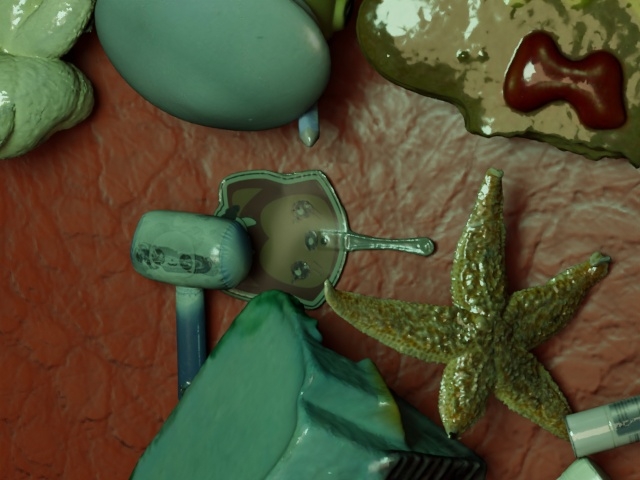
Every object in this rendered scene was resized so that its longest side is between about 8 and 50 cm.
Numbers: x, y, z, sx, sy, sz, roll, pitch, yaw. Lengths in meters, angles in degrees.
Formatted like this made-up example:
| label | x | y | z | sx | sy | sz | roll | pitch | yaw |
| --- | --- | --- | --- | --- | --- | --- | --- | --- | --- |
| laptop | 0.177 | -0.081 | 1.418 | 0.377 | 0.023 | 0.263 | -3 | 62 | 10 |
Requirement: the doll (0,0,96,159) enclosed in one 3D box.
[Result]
| label | x | y | z | sx | sy | sz | roll | pitch | yaw |
| --- | --- | --- | --- | --- | --- | --- | --- | --- | --- |
| doll | -0.275 | -0.208 | 1.750 | 0.149 | 0.175 | 0.278 | 12 | 88 | -22 |

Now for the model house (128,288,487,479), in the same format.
| label | x | y | z | sx | sy | sz | roll | pitch | yaw |
| --- | --- | --- | --- | --- | --- | --- | --- | --- | --- |
| model house | 0.005 | 0.231 | 1.661 | 0.248 | 0.230 | 0.280 | 27 | 107 | -28 |

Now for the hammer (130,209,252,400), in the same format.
| label | x | y | z | sx | sy | sz | roll | pitch | yaw |
| --- | --- | --- | --- | --- | --- | --- | --- | --- | --- |
| hammer | -0.119 | 0.069 | 1.739 | 0.116 | 0.069 | 0.194 | 7 | 105 | 26 |

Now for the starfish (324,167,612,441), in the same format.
| label | x | y | z | sx | sy | sz | roll | pitch | yaw |
| --- | --- | --- | --- | --- | --- | --- | --- | --- | --- |
| starfish | 0.141 | 0.060 | 1.620 | 0.295 | 0.048 | 0.231 | 27 | 82 | -18 |

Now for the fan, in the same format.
| label | x | y | z | sx | sy | sz | roll | pitch | yaw |
| --- | --- | --- | --- | --- | --- | --- | --- | --- | --- |
| fan | 0.000 | 0.000 | 1.725 | 0.220 | 0.009 | 0.132 | 2 | 97 | 18 |

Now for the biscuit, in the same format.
| label | x | y | z | sx | sy | sz | roll | pitch | yaw |
| --- | --- | --- | --- | --- | --- | --- | --- | --- | --- |
| biscuit | 0.239 | -0.265 | 1.568 | 0.368 | 0.076 | 0.394 | 15 | 95 | 3 |

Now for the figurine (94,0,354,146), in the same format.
| label | x | y | z | sx | sy | sz | roll | pitch | yaw |
| --- | --- | --- | --- | --- | --- | --- | --- | --- | --- |
| figurine | -0.056 | -0.286 | 1.630 | 0.224 | 0.205 | 0.382 | 19 | 90 | 8 |

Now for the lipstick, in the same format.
| label | x | y | z | sx | sy | sz | roll | pitch | yaw |
| --- | --- | --- | --- | --- | --- | --- | --- | --- | --- |
| lipstick | 0.285 | 0.153 | 1.619 | 0.141 | 0.040 | 0.040 | -16 | 89 | 5 |

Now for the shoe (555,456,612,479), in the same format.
| label | x | y | z | sx | sy | sz | roll | pitch | yaw |
| --- | --- | --- | --- | --- | --- | --- | --- | --- | --- |
| shoe | 0.273 | 0.321 | 1.618 | 0.110 | 0.095 | 0.265 | -37 | 74 | 8 |
